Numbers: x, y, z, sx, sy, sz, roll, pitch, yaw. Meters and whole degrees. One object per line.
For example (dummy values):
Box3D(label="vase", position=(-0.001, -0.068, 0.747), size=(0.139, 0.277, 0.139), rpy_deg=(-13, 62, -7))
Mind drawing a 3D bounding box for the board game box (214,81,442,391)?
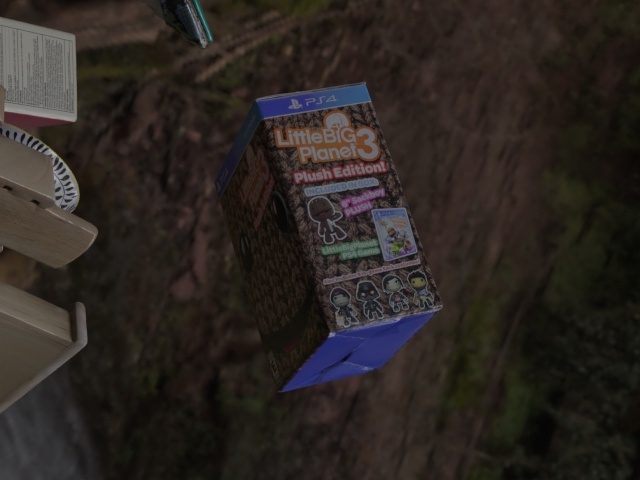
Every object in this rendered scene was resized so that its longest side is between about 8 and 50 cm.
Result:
Box3D(label="board game box", position=(0.000, 0.000, 1.644), size=(0.232, 0.141, 0.291), rpy_deg=(125, -49, -61))

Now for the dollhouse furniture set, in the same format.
Box3D(label="dollhouse furniture set", position=(-0.303, -0.052, 1.223), size=(0.286, 0.198, 0.303), rpy_deg=(-37, -136, 27))

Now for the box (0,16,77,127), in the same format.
Box3D(label="box", position=(-0.507, -0.264, 2.187), size=(0.232, 0.127, 0.148), rpy_deg=(4, 84, -58))

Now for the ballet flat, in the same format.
Box3D(label="ballet flat", position=(-0.152, -0.253, 1.227), size=(0.070, 0.070, 0.188), rpy_deg=(-126, -163, -82))

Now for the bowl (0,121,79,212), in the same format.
Box3D(label="bowl", position=(-0.355, -0.049, 1.498), size=(0.170, 0.170, 0.080), rpy_deg=(122, -7, -56))
